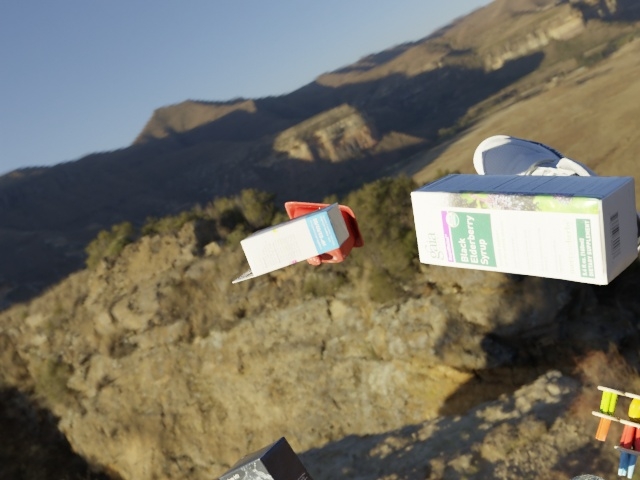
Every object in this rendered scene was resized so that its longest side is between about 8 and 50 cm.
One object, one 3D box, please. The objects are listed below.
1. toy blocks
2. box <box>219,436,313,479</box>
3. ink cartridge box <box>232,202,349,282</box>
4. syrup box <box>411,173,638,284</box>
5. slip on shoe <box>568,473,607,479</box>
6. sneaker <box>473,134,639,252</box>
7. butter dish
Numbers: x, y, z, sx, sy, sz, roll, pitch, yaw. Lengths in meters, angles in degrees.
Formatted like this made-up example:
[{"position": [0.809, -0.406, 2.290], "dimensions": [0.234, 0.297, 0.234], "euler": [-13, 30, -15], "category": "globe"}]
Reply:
[{"position": [0.556, 0.356, 1.351], "dimensions": [0.054, 0.148, 0.123], "euler": [18, -7, -21], "category": "toy blocks"}, {"position": [-0.105, 0.527, 1.540], "dimensions": [0.156, 0.158, 0.093], "euler": [-37, -4, 38], "category": "box"}, {"position": [-0.054, 0.003, 1.134], "dimensions": [0.181, 0.062, 0.104], "euler": [-20, 6, 13], "category": "ink cartridge box"}, {"position": [0.227, -0.020, 0.827], "dimensions": [0.236, 0.093, 0.096], "euler": [6, 23, 43], "category": "syrup box"}, {"position": [0.451, 0.465, 1.106], "dimensions": [0.123, 0.101, 0.331], "euler": [-31, 11, -5], "category": "slip on shoe"}, {"position": [0.404, -0.102, 1.298], "dimensions": [0.137, 0.366, 0.210], "euler": [-56, -34, 11], "category": "sneaker"}, {"position": [0.000, 0.000, 1.589], "dimensions": [0.159, 0.160, 0.118], "euler": [4, 56, 20], "category": "butter dish"}]
